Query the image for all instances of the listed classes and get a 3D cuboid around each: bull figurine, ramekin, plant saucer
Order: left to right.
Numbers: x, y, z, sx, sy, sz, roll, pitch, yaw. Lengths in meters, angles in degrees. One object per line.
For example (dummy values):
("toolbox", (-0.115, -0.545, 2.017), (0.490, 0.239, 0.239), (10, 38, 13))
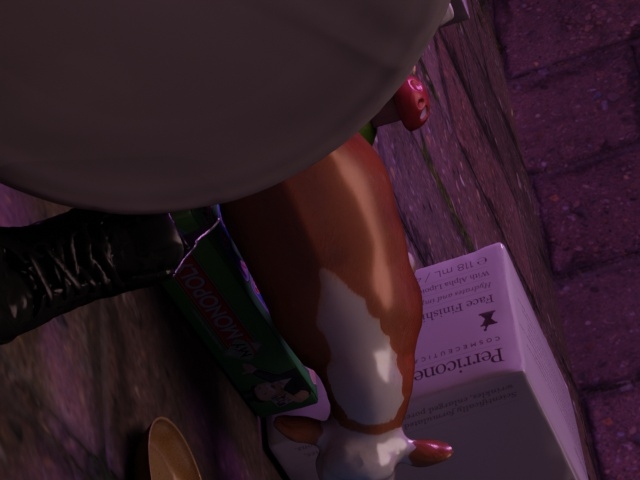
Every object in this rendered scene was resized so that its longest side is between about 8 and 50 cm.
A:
("ramekin", (-0.077, -0.158, 0.818), (0.127, 0.273, 0.273), (-109, 177, -69))
("plant saucer", (-0.079, 0.134, 0.966), (0.083, 0.015, 0.083), (-17, 90, -79))
("bull figurine", (0.000, 0.000, 1.098), (0.188, 0.101, 0.310), (-90, 164, -70))

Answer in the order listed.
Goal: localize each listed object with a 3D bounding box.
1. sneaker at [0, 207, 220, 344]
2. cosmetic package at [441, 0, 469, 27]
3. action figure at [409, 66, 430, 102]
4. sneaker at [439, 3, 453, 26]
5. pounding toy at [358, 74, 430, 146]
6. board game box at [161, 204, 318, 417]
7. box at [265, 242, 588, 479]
("sneaker", (-0.105, 0.004, 0.850), (0.170, 0.089, 0.051), (-38, 111, -78))
("cosmetic package", (0.088, -0.346, 2.135), (0.107, 0.127, 0.238), (60, 16, -49))
("action figure", (0.044, -0.218, 1.758), (0.232, 0.063, 0.137), (66, -15, 0))
("sneaker", (0.075, -0.288, 1.931), (0.305, 0.152, 0.114), (-95, 161, -50))
("pounding toy", (0.031, -0.163, 1.653), (0.237, 0.110, 0.183), (-91, 160, -52))
("board game box", (-0.071, -0.071, 1.218), (0.213, 0.046, 0.317), (58, 19, -48))
("box", (0.074, 0.121, 1.273), (0.182, 0.181, 0.119), (61, 16, -45))
